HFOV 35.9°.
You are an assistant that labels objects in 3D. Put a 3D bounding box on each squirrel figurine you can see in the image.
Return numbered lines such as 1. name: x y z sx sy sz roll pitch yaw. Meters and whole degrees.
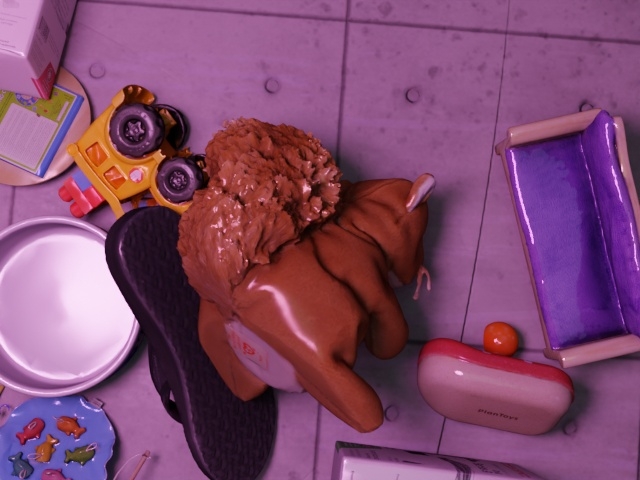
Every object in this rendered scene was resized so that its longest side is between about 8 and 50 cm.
1. squirrel figurine: 0.000 0.000 1.365 0.370 0.281 0.397 -47 116 -31

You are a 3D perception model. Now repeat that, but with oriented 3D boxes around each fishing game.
1. fishing game: -0.394 0.306 1.457 0.264 0.041 0.189 25 59 11

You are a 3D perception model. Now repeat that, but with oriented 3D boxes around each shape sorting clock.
1. shape sorting clock: -0.456 -0.183 1.523 0.206 0.040 0.206 1 80 -3

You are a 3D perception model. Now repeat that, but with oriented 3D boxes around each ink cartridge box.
1. ink cartridge box: 0.161 0.373 1.415 0.289 0.211 0.121 7 84 -2
2. ink cartridge box: -0.430 -0.343 1.458 0.092 0.158 0.218 13 74 0

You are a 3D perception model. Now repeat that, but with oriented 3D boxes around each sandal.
1. sandal: -0.191 0.156 1.453 0.167 0.107 0.445 -32 108 -40

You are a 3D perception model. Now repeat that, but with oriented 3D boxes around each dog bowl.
1. dog bowl: -0.391 0.097 1.475 0.265 0.104 0.265 0 87 -1

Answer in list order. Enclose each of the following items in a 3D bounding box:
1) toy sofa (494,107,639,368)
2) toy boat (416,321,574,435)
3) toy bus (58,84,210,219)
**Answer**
1. toy sofa: 0.382 -0.004 1.462 0.150 0.177 0.362 -12 87 -2
2. toy boat: 0.261 0.190 1.481 0.231 0.151 0.151 12 56 -1
3. toy bus: -0.276 -0.090 1.479 0.211 0.149 0.220 -39 90 10
